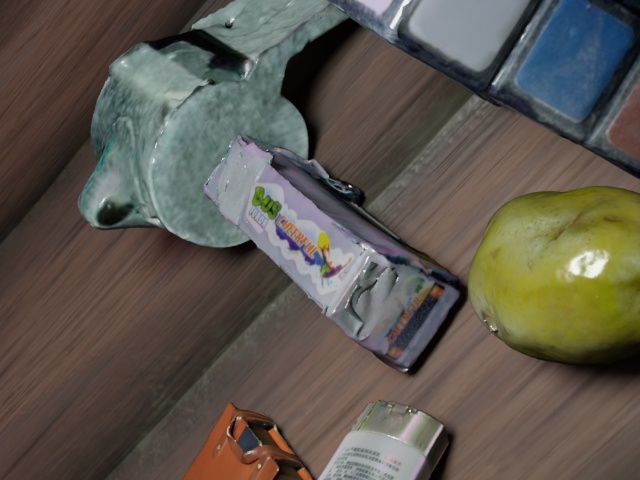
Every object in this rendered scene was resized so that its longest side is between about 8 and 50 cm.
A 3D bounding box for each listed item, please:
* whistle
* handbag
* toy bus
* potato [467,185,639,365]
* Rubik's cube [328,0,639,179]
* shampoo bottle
[{"bbox_3d":[-0.098,-0.169,1.882,0.168,0.188,0.405,33,95,54],"label":"whistle"},{"bbox_3d":[-0.093,0.268,1.718,0.190,0.063,0.127,-60,35,12],"label":"handbag"},{"bbox_3d":[0.000,0.000,1.699,0.112,0.138,0.317,-58,38,6],"label":"toy bus"},{"bbox_3d":[0.211,0.027,1.418,0.200,0.137,0.154,14,79,55],"label":"potato"},{"bbox_3d":[0.179,-0.303,1.476,0.362,0.363,0.359,-56,39,8],"label":"Rubik's cube"},{"bbox_3d":[0.025,0.238,1.505,0.086,0.056,0.227,12,50,29],"label":"shampoo bottle"}]
